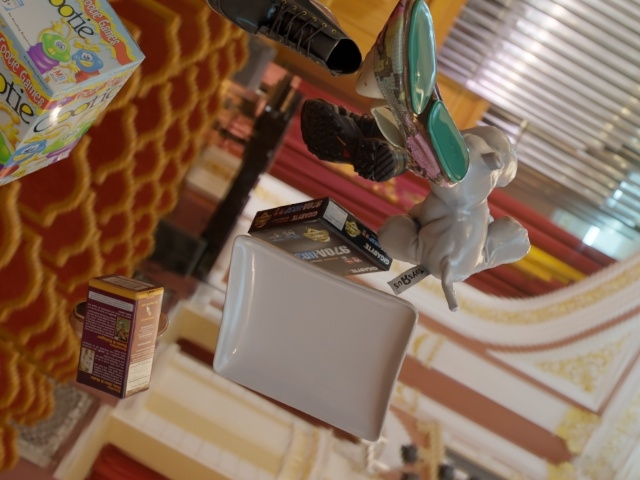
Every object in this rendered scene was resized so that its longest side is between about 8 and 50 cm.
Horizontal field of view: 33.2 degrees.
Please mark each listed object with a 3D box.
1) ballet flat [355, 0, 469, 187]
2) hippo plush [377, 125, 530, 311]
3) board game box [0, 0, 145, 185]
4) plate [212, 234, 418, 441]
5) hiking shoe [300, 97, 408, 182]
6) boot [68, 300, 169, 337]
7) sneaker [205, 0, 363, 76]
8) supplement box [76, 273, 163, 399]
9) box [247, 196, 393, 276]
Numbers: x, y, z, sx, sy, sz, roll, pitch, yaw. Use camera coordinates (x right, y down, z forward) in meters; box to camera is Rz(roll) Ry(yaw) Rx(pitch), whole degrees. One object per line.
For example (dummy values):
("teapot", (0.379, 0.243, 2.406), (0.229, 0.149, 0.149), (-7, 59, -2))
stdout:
("ballet flat", (0.078, -0.132, 0.997), (0.077, 0.079, 0.221), (-64, 147, -30))
("hippo plush", (0.199, -0.070, 1.725), (0.294, 0.234, 0.236), (-27, 124, -47))
("board game box", (-0.366, -0.200, 1.366), (0.142, 0.144, 0.275), (-32, 177, -40))
("plate", (-0.010, 0.136, 1.538), (0.045, 0.277, 0.278), (-53, 161, -49))
("hiking shoe", (0.063, -0.155, 1.644), (0.114, 0.227, 0.086), (-11, 127, -41))
("boot", (-0.385, 0.152, 2.075), (0.152, 0.197, 0.073), (122, -39, -66))
("sneaker", (-0.041, -0.290, 1.408), (0.118, 0.222, 0.083), (50, -61, 43))
("supplement box", (-0.343, 0.162, 1.835), (0.081, 0.104, 0.188), (-12, 114, -63))
("box", (0.000, 0.000, 1.920), (0.220, 0.175, 0.051), (-9, -129, 51))
